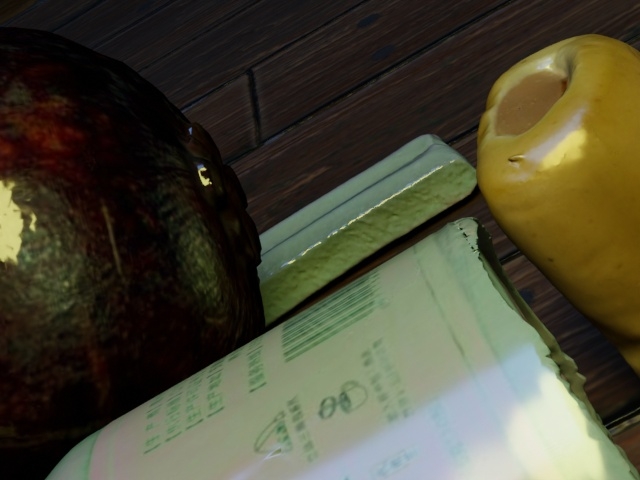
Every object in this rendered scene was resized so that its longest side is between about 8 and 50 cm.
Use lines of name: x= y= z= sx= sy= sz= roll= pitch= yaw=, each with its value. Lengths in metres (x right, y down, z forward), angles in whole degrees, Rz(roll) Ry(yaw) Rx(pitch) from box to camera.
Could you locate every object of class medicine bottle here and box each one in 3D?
medicine bottle: x=-0.011 y=0.165 z=0.505 sx=0.290 sy=0.245 sz=0.245 roll=-32 pitch=23 yaw=6

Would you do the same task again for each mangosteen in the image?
mangosteen: x=-0.184 y=0.036 z=0.898 sx=0.330 sy=0.330 sz=0.330 roll=-27 pitch=24 yaw=13

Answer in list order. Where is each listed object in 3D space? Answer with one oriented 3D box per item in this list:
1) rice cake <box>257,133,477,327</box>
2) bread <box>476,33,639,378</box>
rice cake: x=-0.001 y=0.001 z=1.059 sx=0.222 sy=0.042 sz=0.080 roll=-34 pitch=25 yaw=-1
bread: x=0.156 y=-0.018 z=0.753 sx=0.085 sy=0.173 sz=0.134 roll=-34 pitch=19 yaw=37
